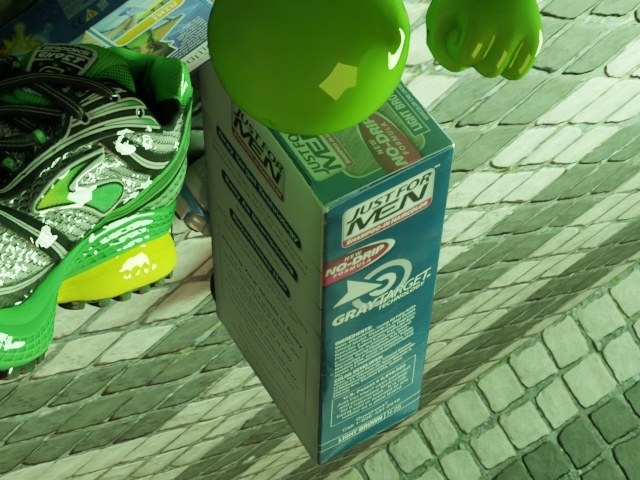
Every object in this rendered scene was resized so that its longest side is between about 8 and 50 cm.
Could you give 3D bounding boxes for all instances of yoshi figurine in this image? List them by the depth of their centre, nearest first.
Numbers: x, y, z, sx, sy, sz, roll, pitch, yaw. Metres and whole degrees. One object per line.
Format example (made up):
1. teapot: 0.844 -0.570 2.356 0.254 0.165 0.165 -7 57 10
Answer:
1. yoshi figurine: 0.066 -0.167 0.863 0.362 0.203 0.203 -19 167 -26

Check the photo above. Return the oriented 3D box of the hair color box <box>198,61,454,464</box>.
1. hair color box: -0.001 0.001 1.126 0.105 0.174 0.347 -26 149 -18

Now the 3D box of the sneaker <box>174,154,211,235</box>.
1. sneaker: -0.041 -0.047 1.251 0.083 0.071 0.190 -45 160 25

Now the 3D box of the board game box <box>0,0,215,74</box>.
1. board game box: -0.156 -0.100 0.939 0.201 0.035 0.136 -33 164 9

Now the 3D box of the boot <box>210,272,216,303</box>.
1. boot: 0.000 0.000 1.480 0.198 0.077 0.137 -26 174 37

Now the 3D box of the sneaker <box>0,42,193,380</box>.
1. sneaker: -0.169 -0.031 0.780 0.343 0.134 0.146 -40 144 -68
